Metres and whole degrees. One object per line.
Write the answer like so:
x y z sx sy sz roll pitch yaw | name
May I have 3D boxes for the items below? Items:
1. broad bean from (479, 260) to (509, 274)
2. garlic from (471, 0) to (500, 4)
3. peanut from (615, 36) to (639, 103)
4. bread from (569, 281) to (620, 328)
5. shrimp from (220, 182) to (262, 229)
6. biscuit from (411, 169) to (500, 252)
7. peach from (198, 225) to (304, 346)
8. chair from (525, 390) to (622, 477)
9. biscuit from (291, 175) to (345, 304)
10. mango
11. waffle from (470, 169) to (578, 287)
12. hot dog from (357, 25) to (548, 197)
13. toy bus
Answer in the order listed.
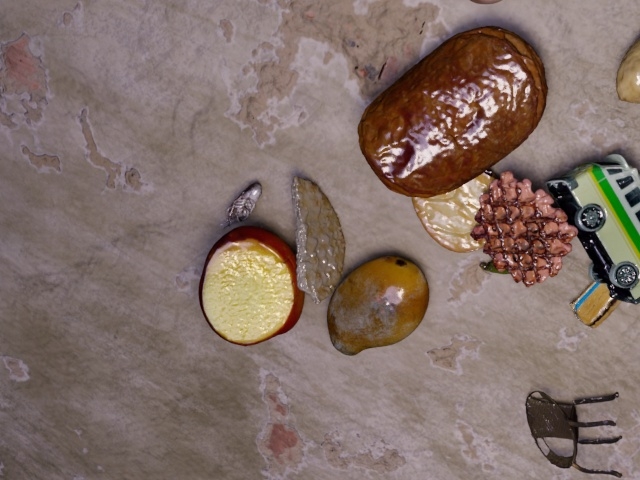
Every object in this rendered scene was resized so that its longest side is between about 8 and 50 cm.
0.452 0.014 1.679 0.254 0.046 0.065 -36 78 28 | broad bean
0.287 -0.540 1.513 0.214 0.191 0.160 43 144 53 | garlic
0.646 -0.354 1.439 0.111 0.125 0.274 34 117 -11 | peanut
0.577 0.129 1.662 0.072 0.053 0.106 50 117 28 | bread
-0.188 -0.076 1.903 0.056 0.065 0.165 29 117 -14 | shrimp
0.295 -0.091 1.717 0.260 0.041 0.203 48 120 3 | biscuit
-0.167 0.089 1.850 0.245 0.248 0.275 -140 44 -57 | peach
0.538 0.406 1.717 0.213 0.149 0.174 -4 106 28 | chair
-0.001 0.000 1.811 0.038 0.141 0.290 -12 82 49 | biscuit
0.120 0.156 1.813 0.193 0.146 0.316 46 131 4 | mango
0.401 -0.017 1.602 0.221 0.055 0.234 45 142 24 | waffle
0.262 -0.256 1.591 0.387 0.174 0.267 -36 83 15 | hot dog
0.575 -0.031 1.551 0.164 0.133 0.276 -31 94 -1 | toy bus
